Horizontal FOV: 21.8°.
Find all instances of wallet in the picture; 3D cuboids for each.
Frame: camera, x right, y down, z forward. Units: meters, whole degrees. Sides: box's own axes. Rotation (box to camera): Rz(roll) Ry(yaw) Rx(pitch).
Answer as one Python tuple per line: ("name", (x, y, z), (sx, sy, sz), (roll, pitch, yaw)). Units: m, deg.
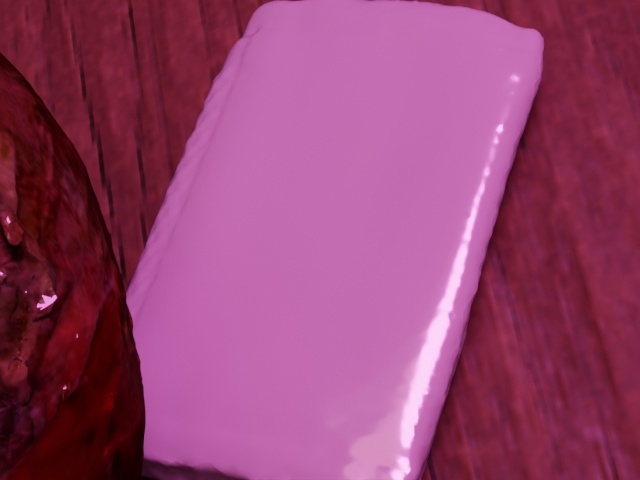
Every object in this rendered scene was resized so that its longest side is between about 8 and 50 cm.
("wallet", (0.000, 0.000, 0.557), (0.124, 0.032, 0.183), (7, 64, 26))

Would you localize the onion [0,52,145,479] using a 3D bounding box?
("onion", (-0.180, 0.049, 0.456), (0.276, 0.276, 0.276), (-10, 59, 17))
